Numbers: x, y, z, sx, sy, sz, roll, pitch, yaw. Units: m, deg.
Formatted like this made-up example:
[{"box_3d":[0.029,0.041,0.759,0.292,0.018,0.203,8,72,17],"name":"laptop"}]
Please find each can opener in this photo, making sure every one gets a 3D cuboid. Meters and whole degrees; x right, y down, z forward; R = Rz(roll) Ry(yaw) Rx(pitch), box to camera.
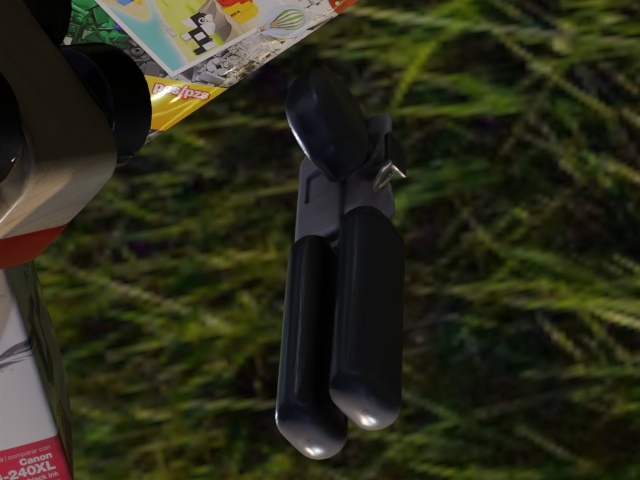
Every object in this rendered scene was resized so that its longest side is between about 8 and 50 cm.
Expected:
[{"box_3d":[0.000,0.000,1.113,0.095,0.076,0.283,47,-154,-27],"name":"can opener"}]

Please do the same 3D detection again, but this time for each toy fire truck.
[{"box_3d":[-0.216,-0.050,0.852,0.246,0.158,0.217,-44,76,28],"name":"toy fire truck"}]

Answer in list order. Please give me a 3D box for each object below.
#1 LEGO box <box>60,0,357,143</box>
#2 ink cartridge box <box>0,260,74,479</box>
[{"box_3d":[-0.242,-0.335,1.685,0.372,0.500,0.193,-32,42,26],"name":"LEGO box"},{"box_3d":[-0.179,0.047,0.993,0.109,0.063,0.150,-106,4,-61],"name":"ink cartridge box"}]
